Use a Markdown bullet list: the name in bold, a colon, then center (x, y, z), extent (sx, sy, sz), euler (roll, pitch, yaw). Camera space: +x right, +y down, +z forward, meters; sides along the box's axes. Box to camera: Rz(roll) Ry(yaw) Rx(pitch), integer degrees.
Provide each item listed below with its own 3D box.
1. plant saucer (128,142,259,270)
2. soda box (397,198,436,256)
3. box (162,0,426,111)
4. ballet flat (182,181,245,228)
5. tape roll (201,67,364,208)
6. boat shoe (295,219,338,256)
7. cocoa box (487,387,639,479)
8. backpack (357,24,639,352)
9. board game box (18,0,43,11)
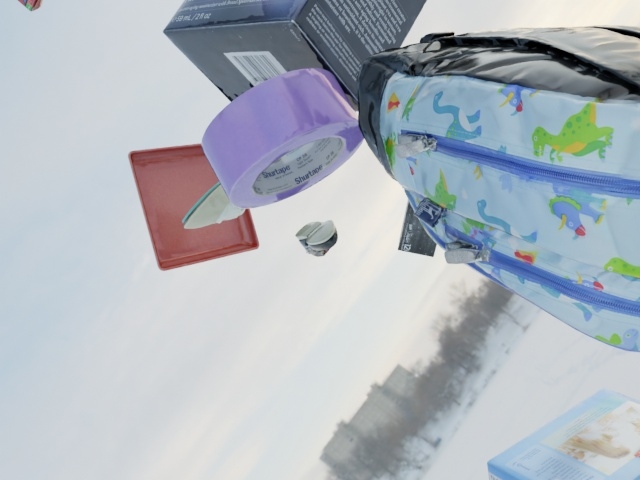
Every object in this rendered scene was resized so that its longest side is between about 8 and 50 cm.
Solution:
- **plant saucer**: center (-0.279, -0.078, 1.577), extent (0.259, 0.258, 0.048), euler (-14, -3, -40)
- **soda box**: center (0.163, -0.062, 1.098), extent (0.053, 0.060, 0.168), euler (-73, -7, -59)
- **box**: center (-0.019, -0.356, 1.033), extent (0.183, 0.296, 0.293), euler (44, -112, -41)
- **ballet flat**: center (-0.155, -0.094, 1.345), extent (0.248, 0.086, 0.086), euler (-55, -14, -32)
- **tape roll**: center (-0.044, -0.122, 0.892), extent (0.189, 0.080, 0.189), euler (-27, -14, -7)
- **boat shoe**: center (0.001, -0.001, 1.051), extent (0.049, 0.042, 0.133), euler (-40, 12, -12)
- **cocoa box**: center (0.520, 0.469, 1.344), extent (0.347, 0.231, 0.227), euler (-21, -71, -28)
- **backpack**: center (0.222, -0.066, 0.589), extent (0.356, 0.290, 0.273), euler (-172, 81, -68)
- **board game box**: center (-0.421, -0.478, 1.025), extent (0.281, 0.145, 0.027), euler (-44, 6, 42)
